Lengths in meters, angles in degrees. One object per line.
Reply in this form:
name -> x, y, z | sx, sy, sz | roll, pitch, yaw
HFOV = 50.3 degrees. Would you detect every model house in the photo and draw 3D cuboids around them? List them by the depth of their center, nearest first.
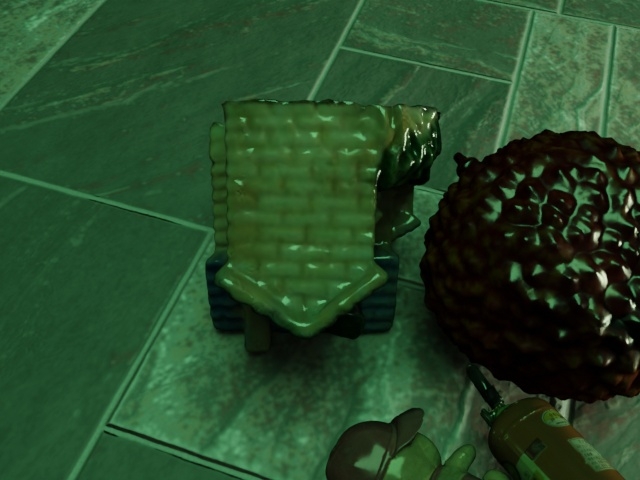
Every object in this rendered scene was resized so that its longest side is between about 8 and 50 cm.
model house -> 0.000, 0.000, 1.129 | 0.394, 0.445, 0.400 | 4, 90, -4

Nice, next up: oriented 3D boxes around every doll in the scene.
doll -> 0.135, 0.355, 0.985 | 0.255, 0.152, 0.196 | 27, 55, 19

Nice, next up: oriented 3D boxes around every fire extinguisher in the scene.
fire extinguisher -> 0.338, 0.343, 0.949 | 0.113, 0.200, 0.376 | -26, 42, -14

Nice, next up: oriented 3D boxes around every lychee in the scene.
lychee -> 0.359, 0.020, 1.086 | 0.424, 0.425, 0.500 | -28, 58, -21
